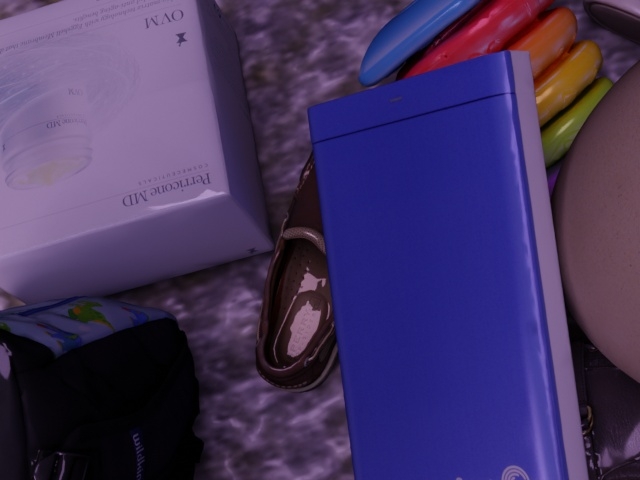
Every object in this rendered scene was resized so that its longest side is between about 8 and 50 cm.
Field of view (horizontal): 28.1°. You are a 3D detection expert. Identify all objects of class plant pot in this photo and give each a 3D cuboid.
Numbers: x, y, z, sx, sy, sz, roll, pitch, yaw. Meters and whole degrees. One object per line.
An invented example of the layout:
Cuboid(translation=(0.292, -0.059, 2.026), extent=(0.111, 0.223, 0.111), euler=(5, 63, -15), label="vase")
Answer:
Cuboid(translation=(0.302, -0.046, 0.843), extent=(0.284, 0.191, 0.284), euler=(-1, 60, 2), label="plant pot")

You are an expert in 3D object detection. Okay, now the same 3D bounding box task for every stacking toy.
Cuboid(translation=(0.191, -0.095, 1.043), extent=(0.302, 0.175, 0.166), euler=(49, 136, -5), label="stacking toy")

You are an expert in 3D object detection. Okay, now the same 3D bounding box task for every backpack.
Cuboid(translation=(-0.207, 0.165, 0.961), extent=(0.273, 0.355, 0.290), euler=(2, 102, 23), label="backpack")

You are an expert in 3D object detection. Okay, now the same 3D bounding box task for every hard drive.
Cuboid(translation=(0.088, 0.038, 0.958), extent=(0.210, 0.040, 0.318), euler=(-10, 87, 48), label="hard drive")

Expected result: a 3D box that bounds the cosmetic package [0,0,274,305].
Cuboid(translation=(-0.178, -0.084, 1.094), extent=(0.224, 0.138, 0.224), euler=(-16, 68, 9), label="cosmetic package")

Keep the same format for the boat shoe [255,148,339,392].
Cuboid(translation=(0.008, 0.002, 1.078), extent=(0.095, 0.095, 0.257), euler=(12, 82, 14), label="boat shoe")

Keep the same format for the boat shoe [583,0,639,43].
Cuboid(translation=(0.377, -0.169, 1.025), extent=(0.335, 0.112, 0.095), euler=(27, 90, 19), label="boat shoe")

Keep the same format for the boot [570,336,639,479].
Cuboid(translation=(0.233, 0.084, 0.979), extent=(0.229, 0.091, 0.263), euler=(-5, 58, 25), label="boot")
